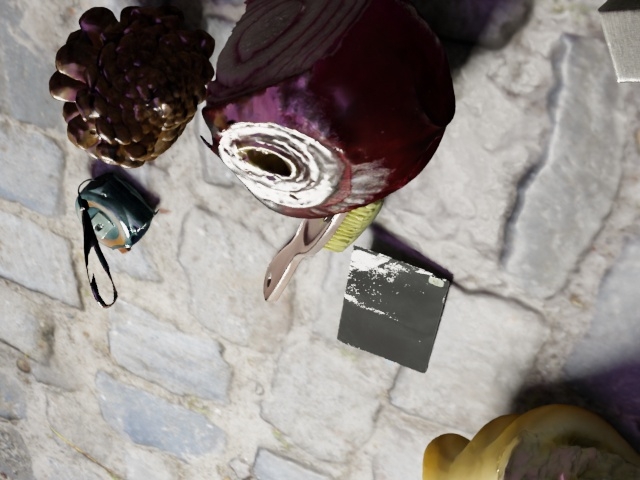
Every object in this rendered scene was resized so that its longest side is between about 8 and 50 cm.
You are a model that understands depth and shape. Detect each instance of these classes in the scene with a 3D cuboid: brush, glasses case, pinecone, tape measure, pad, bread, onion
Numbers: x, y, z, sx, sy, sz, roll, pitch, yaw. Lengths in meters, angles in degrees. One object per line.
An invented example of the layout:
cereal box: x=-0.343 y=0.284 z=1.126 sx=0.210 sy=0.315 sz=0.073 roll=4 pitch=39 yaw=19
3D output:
brush: x=0.001 y=0.002 z=1.614 sx=0.067 sy=0.072 sz=0.313 roll=13 pitch=151 yaw=-15
glasses case: x=0.324 y=-0.165 z=1.136 sx=0.205 sy=0.047 sz=0.071 roll=4 pitch=126 yaw=41
pinecone: x=-0.199 y=-0.165 z=1.522 sx=0.150 sy=0.179 sz=0.195 roll=38 pitch=167 yaw=5
tape measure: x=-0.281 y=0.005 z=1.791 sx=0.104 sy=0.180 sz=0.107 roll=29 pitch=146 yaw=-11
pad: x=0.080 y=0.082 z=1.648 sx=0.116 sy=0.004 sz=0.193 roll=21 pitch=144 yaw=9
bread: x=0.264 y=0.321 z=1.593 sx=0.315 sy=0.211 sz=0.270 roll=54 pitch=152 yaw=-4
onion: x=0.027 y=-0.127 z=1.330 sx=0.206 sy=0.216 sz=0.207 roll=-10 pitch=133 yaw=29
